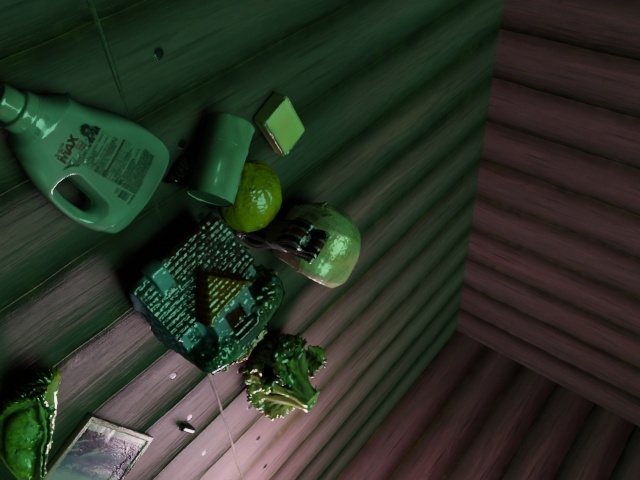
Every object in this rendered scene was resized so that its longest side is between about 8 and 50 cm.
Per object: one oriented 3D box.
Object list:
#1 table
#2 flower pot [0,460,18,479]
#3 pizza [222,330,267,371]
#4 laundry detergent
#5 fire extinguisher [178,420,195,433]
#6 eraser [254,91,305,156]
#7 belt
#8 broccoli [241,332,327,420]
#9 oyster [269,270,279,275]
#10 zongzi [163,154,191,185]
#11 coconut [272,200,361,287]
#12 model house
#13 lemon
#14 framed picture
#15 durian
[{"bbox_3d":[-0.260,-0.211,1.569,0.126,0.126,0.220,35,66,-60],"label":"table"},{"bbox_3d":[-0.816,0.594,1.342,0.209,0.190,0.239,-10,123,-54],"label":"flower pot"},{"bbox_3d":[-0.269,0.330,2.055,0.271,0.134,0.056,-54,-166,-6],"label":"pizza"},{"bbox_3d":[-0.519,-0.184,1.255,0.264,0.125,0.398,-60,149,-4],"label":"laundry detergent"},{"bbox_3d":[-0.469,0.652,2.083,0.083,0.025,0.038,49,33,-58],"label":"fire extinguisher"},{"bbox_3d":[-0.121,-0.347,1.798,0.117,0.058,0.172,-55,149,-13],"label":"eraser"},{"bbox_3d":[-0.124,-0.017,1.779,0.126,0.360,0.094,44,68,-38],"label":"belt"},{"bbox_3d":[-0.137,0.528,2.240,0.293,0.281,0.347,12,103,-60],"label":"broccoli"},{"bbox_3d":[-0.191,0.134,2.099,0.086,0.029,0.132,-64,147,-11],"label":"oyster"},{"bbox_3d":[-0.365,-0.169,1.580,0.083,0.067,0.073,-44,147,8],"label":"zongzi"},{"bbox_3d":[0.000,0.000,2.037,0.254,0.297,0.297,-63,150,0],"label":"coconut"},{"bbox_3d":[-0.316,0.109,1.637,0.360,0.297,0.339,-47,143,-24],"label":"model house"},{"bbox_3d":[-0.206,-0.127,1.708,0.192,0.192,0.231,-35,139,-39],"label":"lemon"},{"bbox_3d":[-0.667,0.661,1.789,0.247,0.022,0.335,-54,149,-14],"label":"framed picture"},{"bbox_3d":[-0.685,0.456,1.452,0.158,0.169,0.351,-10,121,-53],"label":"durian"}]
